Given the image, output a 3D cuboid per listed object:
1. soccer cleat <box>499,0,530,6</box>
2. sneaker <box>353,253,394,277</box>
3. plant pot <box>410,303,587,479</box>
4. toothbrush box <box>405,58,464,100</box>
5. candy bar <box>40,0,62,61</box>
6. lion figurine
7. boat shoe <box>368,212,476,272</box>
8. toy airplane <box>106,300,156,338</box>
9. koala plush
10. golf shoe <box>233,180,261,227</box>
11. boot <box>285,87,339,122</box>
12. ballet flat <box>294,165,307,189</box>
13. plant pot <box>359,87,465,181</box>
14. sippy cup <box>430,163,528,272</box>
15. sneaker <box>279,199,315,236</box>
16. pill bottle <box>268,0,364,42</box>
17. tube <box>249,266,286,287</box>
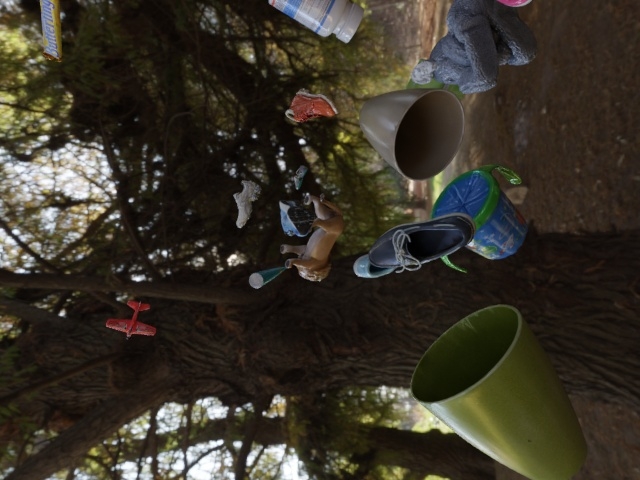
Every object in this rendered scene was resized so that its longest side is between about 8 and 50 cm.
[{"bbox_3d":[0.334,-0.574,0.790,0.116,0.143,0.332,-49,61,50],"label":"soccer cleat"},{"bbox_3d":[0.337,0.080,1.904,0.135,0.365,0.150,65,166,-13],"label":"sneaker"},{"bbox_3d":[0.387,0.332,0.855,0.293,0.274,0.275,47,-163,-1],"label":"plant pot"},{"bbox_3d":[0.363,-0.451,1.431,0.206,0.122,0.283,-19,-36,-48],"label":"toothbrush box"},{"bbox_3d":[-0.520,-0.425,0.806,0.018,0.040,0.162,-89,19,-50],"label":"candy bar"},{"bbox_3d":[0.000,0.000,1.563,0.392,0.240,0.142,-56,44,30],"label":"lion figurine"},{"bbox_3d":[0.202,0.012,0.894,0.079,0.254,0.095,-30,-78,-52],"label":"boat shoe"},{"bbox_3d":[-0.594,0.250,1.329,0.028,0.151,0.151,-125,24,-61],"label":"toy airplane"},{"bbox_3d":[0.329,-0.440,0.968,0.204,0.196,0.221,58,164,-9],"label":"koala plush"},{"bbox_3d":[-0.287,-0.136,1.538,0.069,0.085,0.177,3,72,68],"label":"golf shoe"},{"bbox_3d":[-0.023,-0.322,1.042,0.085,0.157,0.059,-51,-45,-9],"label":"boot"},{"bbox_3d":[-0.088,-0.267,1.752,0.041,0.041,0.114,-76,10,-51],"label":"ballet flat"},{"bbox_3d":[0.243,-0.348,1.264,0.274,0.256,0.257,44,153,50],"label":"plant pot"},{"bbox_3d":[0.497,-0.060,1.279,0.224,0.305,0.240,33,-146,-22],"label":"sippy cup"},{"bbox_3d":[-0.054,-0.041,0.961,0.162,0.063,0.073,-125,37,-63],"label":"sneaker"},{"bbox_3d":[-0.007,-0.594,1.045,0.124,0.221,0.124,-54,22,33],"label":"pill bottle"},{"bbox_3d":[-0.189,0.125,1.503,0.207,0.080,0.052,-21,-86,-73],"label":"tube"}]
